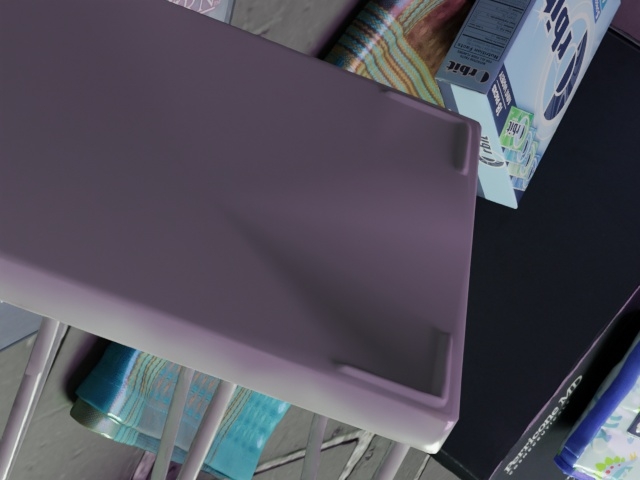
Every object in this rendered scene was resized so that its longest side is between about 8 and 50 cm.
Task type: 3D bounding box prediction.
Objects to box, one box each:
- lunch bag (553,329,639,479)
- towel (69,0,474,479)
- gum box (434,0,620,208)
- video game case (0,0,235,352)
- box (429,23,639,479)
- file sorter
[{"bbox_3d":[0.254,0.124,1.307,0.151,0.096,0.129,9,118,-46],"label":"lunch bag"},{"bbox_3d":[0.000,0.000,1.182,0.370,0.040,0.271,-53,156,-2],"label":"towel"},{"bbox_3d":[0.147,-0.139,1.194,0.184,0.041,0.157,-60,156,-18],"label":"gum box"},{"bbox_3d":[-0.125,-0.062,0.898,0.196,0.026,0.274,-29,147,-42],"label":"video game case"},{"bbox_3d":[0.204,0.046,1.428,0.343,0.179,0.312,-51,156,-5],"label":"box"},{"bbox_3d":[-0.101,0.019,0.690,0.193,0.277,0.173,-79,-168,-54],"label":"file sorter"}]
